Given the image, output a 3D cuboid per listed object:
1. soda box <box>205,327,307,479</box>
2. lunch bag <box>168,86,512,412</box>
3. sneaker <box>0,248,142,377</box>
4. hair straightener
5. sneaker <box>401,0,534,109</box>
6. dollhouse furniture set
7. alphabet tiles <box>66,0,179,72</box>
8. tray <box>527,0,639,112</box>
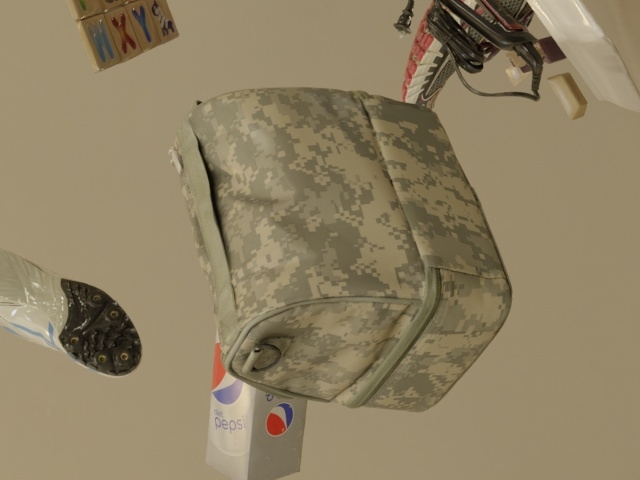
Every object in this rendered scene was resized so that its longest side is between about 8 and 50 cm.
[{"bbox_3d":[-0.076,0.167,1.738,0.098,0.286,0.091,-10,-157,-41],"label":"soda box"},{"bbox_3d":[0.000,0.000,1.293,0.256,0.212,0.305,9,-133,-30],"label":"lunch bag"},{"bbox_3d":[-0.290,0.084,1.481,0.237,0.086,0.085,27,-113,20],"label":"sneaker"},{"bbox_3d":[0.106,-0.201,1.187,0.089,0.047,0.230,-42,-94,-3],"label":"hair straightener"},{"bbox_3d":[0.195,-0.265,1.618,0.112,0.299,0.121,29,-147,-11],"label":"sneaker"},{"bbox_3d":[0.283,-0.194,1.766,0.091,0.081,0.114,-22,-101,-44],"label":"dollhouse furniture set"},{"bbox_3d":[-0.163,-0.248,1.066,0.237,0.009,0.198,-48,-60,-66],"label":"alphabet tiles"},{"bbox_3d":[0.171,-0.163,0.958,0.145,0.030,0.270,59,-166,14],"label":"tray"}]
